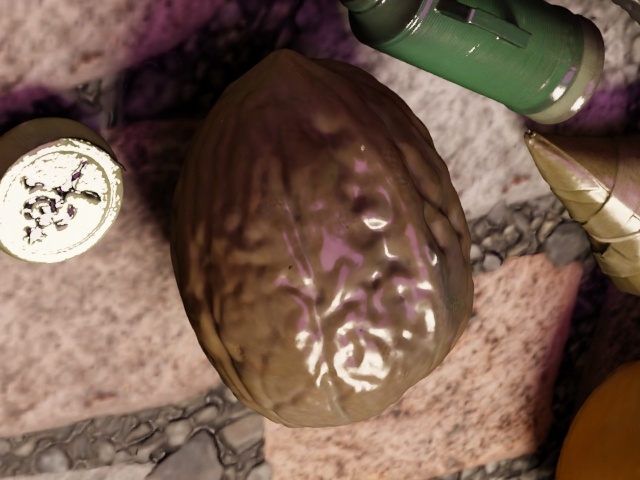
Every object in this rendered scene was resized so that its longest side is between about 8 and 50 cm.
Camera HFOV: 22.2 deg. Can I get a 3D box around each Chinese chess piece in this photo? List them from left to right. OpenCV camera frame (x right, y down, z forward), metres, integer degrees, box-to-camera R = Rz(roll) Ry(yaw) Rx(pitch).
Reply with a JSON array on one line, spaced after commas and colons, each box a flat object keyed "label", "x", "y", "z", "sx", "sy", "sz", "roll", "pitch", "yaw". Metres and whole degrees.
[{"label": "Chinese chess piece", "x": -0.150, "y": -0.027, "z": 0.901, "sx": 0.084, "sy": 0.034, "sz": 0.084, "roll": -16, "pitch": 126, "yaw": -24}]

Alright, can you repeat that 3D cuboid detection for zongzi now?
[{"label": "zongzi", "x": 0.239, "y": -0.074, "z": 1.114, "sx": 0.189, "sy": 0.081, "sz": 0.178, "roll": -47, "pitch": 123, "yaw": -9}]

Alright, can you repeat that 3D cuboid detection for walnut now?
[{"label": "walnut", "x": -0.001, "y": -0.001, "z": 0.936, "sx": 0.178, "sy": 0.178, "sz": 0.230, "roll": -22, "pitch": 116, "yaw": -22}]

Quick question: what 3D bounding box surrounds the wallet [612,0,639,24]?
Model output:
[{"label": "wallet", "x": 0.247, "y": -0.171, "z": 1.050, "sx": 0.244, "sy": 0.025, "sz": 0.124, "roll": 32, "pitch": 65, "yaw": -40}]

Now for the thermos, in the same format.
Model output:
[{"label": "thermos", "x": 0.082, "y": -0.125, "z": 0.965, "sx": 0.188, "sy": 0.083, "sz": 0.073, "roll": 17, "pitch": 129, "yaw": -38}]

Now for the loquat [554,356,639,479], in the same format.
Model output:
[{"label": "loquat", "x": 0.305, "y": 0.196, "z": 1.190, "sx": 0.275, "sy": 0.275, "sz": 0.274, "roll": -17, "pitch": 125, "yaw": -25}]
